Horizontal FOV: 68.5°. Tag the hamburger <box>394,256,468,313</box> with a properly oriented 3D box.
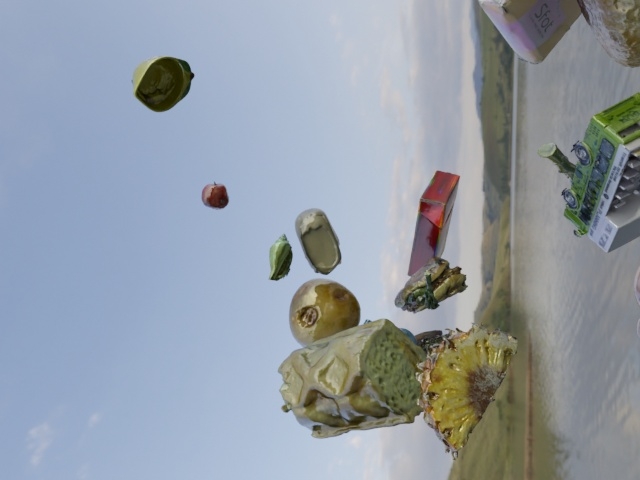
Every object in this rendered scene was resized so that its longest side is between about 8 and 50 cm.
[{"bbox_3d":[0.312,0.130,1.376,0.130,0.206,0.183,62,168,12],"label":"hamburger"}]

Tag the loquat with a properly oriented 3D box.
[{"bbox_3d":[0.014,0.215,1.319,0.213,0.213,0.213,2,-90,-68],"label":"loquat"}]

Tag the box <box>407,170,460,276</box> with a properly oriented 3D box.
[{"bbox_3d":[0.372,-0.045,1.546,0.197,0.089,0.313,-50,-30,-45],"label":"box"}]

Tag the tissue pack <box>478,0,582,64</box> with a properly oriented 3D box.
[{"bbox_3d":[0.503,-0.568,1.088,0.257,0.123,0.215,19,-65,-44],"label":"tissue pack"}]

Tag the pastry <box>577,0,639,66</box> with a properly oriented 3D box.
[{"bbox_3d":[0.519,-0.454,0.814,0.330,0.136,0.329,32,-134,-40],"label":"pastry"}]

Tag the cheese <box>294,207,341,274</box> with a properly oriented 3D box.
[{"bbox_3d":[0.000,0.000,1.233,0.202,0.091,0.175,-3,-110,-84],"label":"cheese"}]

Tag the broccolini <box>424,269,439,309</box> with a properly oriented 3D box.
[{"bbox_3d":[0.267,0.122,1.134,0.030,0.035,0.140,-37,-41,-18],"label":"broccolini"}]

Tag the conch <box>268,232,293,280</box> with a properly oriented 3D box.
[{"bbox_3d":[-0.151,0.060,1.800,0.095,0.079,0.200,11,-107,-27],"label":"conch"}]

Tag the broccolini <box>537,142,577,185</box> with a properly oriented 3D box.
[{"bbox_3d":[0.588,-0.187,1.136,0.392,0.074,0.078,10,-92,-50],"label":"broccolini"}]

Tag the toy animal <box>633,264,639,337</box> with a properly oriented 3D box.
[{"bbox_3d":[0.550,0.041,0.659,0.221,0.210,0.229,55,-179,-8],"label":"toy animal"}]

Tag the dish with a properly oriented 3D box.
[{"bbox_3d":[-0.438,-0.430,1.257,0.208,0.080,0.148,-42,-27,-47],"label":"dish"}]

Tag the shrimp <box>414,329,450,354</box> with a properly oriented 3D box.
[{"bbox_3d":[0.343,0.314,1.457,0.143,0.251,0.052,101,151,-52],"label":"shrimp"}]

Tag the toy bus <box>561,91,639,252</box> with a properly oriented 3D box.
[{"bbox_3d":[0.544,-0.112,0.867,0.139,0.113,0.301,61,180,36],"label":"toy bus"}]

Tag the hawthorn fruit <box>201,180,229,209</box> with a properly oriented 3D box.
[{"bbox_3d":[-0.328,-0.142,1.470,0.093,0.093,0.093,2,-90,-68],"label":"hawthorn fruit"}]

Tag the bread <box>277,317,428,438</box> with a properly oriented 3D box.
[{"bbox_3d":[0.068,0.278,0.933,0.238,0.252,0.196,40,-137,-19],"label":"bread"}]

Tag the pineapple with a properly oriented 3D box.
[{"bbox_3d":[0.222,0.227,0.791,0.233,0.135,0.079,-55,-6,-19],"label":"pineapple"}]

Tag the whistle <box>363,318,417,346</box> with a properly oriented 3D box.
[{"bbox_3d":[0.182,0.250,1.160,0.158,0.090,0.090,29,-126,-15],"label":"whistle"}]
